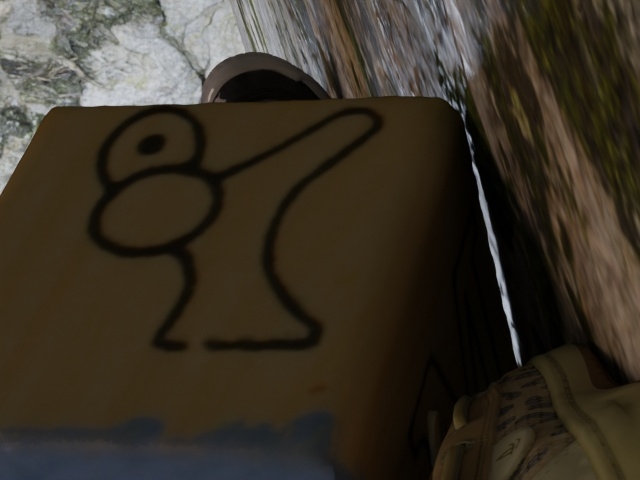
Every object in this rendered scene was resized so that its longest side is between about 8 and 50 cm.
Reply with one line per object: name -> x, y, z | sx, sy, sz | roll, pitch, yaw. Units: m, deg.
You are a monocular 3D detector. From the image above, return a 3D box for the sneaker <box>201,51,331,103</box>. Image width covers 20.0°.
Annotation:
sneaker -> 0.000, 0.000, 1.281 | 0.153, 0.101, 0.269 | -113, -1, -58

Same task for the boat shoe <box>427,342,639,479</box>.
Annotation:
boat shoe -> 0.062, 0.092, 0.567 | 0.285, 0.089, 0.105 | 83, 167, -82

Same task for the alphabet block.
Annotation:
alphabet block -> -0.035, 0.075, 0.727 | 0.197, 0.192, 0.193 | -69, -27, -45
